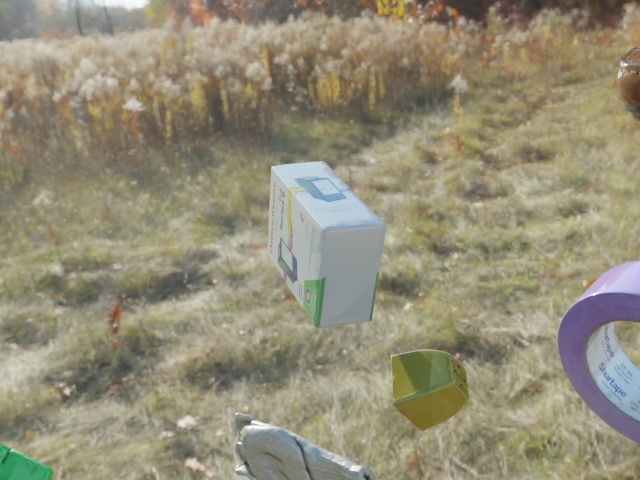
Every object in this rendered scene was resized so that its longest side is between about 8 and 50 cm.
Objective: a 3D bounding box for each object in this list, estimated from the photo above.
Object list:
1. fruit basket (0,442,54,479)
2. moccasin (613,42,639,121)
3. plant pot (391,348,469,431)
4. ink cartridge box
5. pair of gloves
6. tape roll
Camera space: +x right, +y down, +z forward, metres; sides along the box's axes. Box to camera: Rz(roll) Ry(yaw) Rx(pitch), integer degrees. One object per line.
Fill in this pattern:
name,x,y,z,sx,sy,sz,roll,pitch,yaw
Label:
fruit basket,-0.574,0.408,1.007,0.392,0.392,0.283,-14,-11,-23
moccasin,0.369,-0.197,0.586,0.380,0.147,0.139,-28,34,-17
plant pot,0.151,0.193,1.029,0.083,0.081,0.082,-25,41,24
ink cartridge box,0.000,0.000,1.082,0.093,0.154,0.212,-6,31,-20
pair of gloves,-0.013,0.301,0.828,0.204,0.240,0.042,16,37,39
tape roll,0.477,0.167,1.076,0.090,0.275,0.274,-35,30,-33
